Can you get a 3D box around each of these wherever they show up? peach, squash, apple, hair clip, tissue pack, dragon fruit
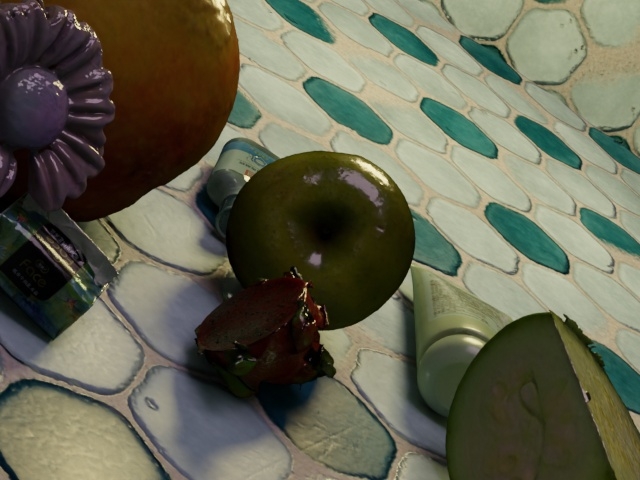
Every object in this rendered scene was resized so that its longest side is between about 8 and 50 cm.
[{"bbox_3d":[-0.252,-0.201,1.465,0.372,0.290,0.372,11,72,-36],"label":"peach"},{"bbox_3d":[0.300,0.228,1.548,0.309,0.210,0.233,14,43,-35],"label":"squash"},{"bbox_3d":[0.000,0.000,1.605,0.196,0.196,0.157,34,-3,-3],"label":"apple"},{"bbox_3d":[-0.300,-0.125,1.237,0.300,0.173,0.069,11,1,-29],"label":"hair clip"},{"bbox_3d":[-0.234,0.013,1.329,0.111,0.079,0.085,48,17,-8],"label":"tissue pack"},{"bbox_3d":[-0.038,0.088,1.446,0.138,0.142,0.175,9,-24,40],"label":"dragon fruit"}]

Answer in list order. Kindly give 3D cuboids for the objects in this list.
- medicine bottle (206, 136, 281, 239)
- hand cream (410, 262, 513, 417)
[{"bbox_3d":[-0.086,-0.058,1.774,0.090,0.054,0.208,32,21,-8],"label":"medicine bottle"},{"bbox_3d":[0.160,0.105,1.756,0.147,0.093,0.306,29,19,-4],"label":"hand cream"}]
